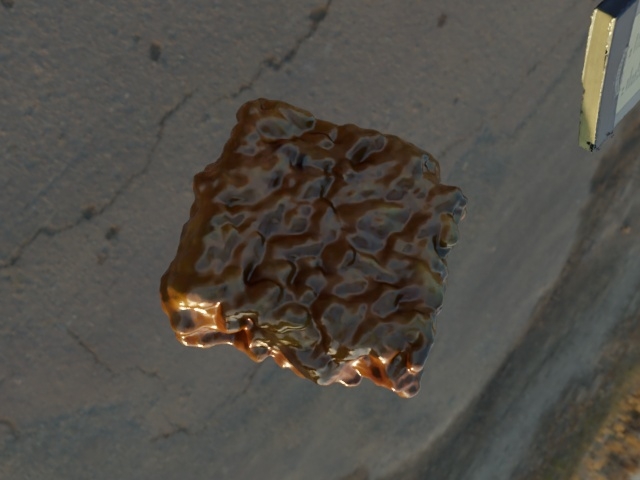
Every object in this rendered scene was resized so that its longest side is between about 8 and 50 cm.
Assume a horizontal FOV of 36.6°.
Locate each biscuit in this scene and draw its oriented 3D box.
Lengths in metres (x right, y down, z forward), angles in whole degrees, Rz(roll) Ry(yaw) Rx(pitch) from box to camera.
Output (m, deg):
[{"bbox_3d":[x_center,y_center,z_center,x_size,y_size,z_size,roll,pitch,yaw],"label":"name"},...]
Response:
[{"bbox_3d":[0.000,0.000,1.102,0.110,0.312,0.318,106,2,-61],"label":"biscuit"}]

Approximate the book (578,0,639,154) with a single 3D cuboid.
[{"bbox_3d":[0.282,-0.190,0.759,0.231,0.026,0.157,-43,151,-17],"label":"book"}]
